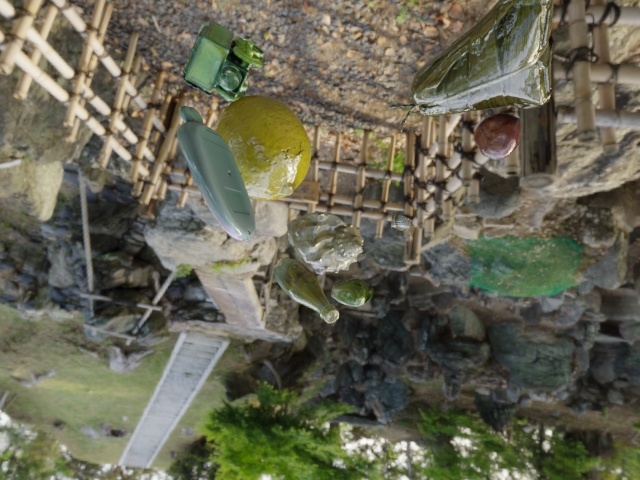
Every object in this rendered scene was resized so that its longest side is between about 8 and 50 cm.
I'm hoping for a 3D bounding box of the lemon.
[{"bbox_3d":[-0.147,-0.234,1.168,0.267,0.267,0.267,8,163,3],"label":"lemon"}]

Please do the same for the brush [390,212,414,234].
[{"bbox_3d":[0.421,-0.073,2.232,0.065,0.070,0.327,4,173,26],"label":"brush"}]

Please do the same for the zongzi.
[{"bbox_3d":[0.421,-0.597,1.370,0.499,0.218,0.467,-3,137,22],"label":"zongzi"}]

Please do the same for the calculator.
[{"bbox_3d":[-0.205,-0.137,0.910,0.041,0.299,0.185,-25,173,12],"label":"calculator"}]

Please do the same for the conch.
[{"bbox_3d":[-0.001,0.008,1.653,0.324,0.186,0.263,-10,135,31],"label":"conch"}]

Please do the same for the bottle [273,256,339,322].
[{"bbox_3d":[-0.033,0.122,1.133,0.083,0.083,0.269,22,-172,-36],"label":"bottle"}]

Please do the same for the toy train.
[{"bbox_3d":[-0.267,-0.496,1.274,0.188,0.272,0.159,24,119,-20],"label":"toy train"}]

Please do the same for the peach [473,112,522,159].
[{"bbox_3d":[0.582,-0.335,1.474,0.152,0.152,0.152,8,163,3],"label":"peach"}]

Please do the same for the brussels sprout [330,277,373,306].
[{"bbox_3d":[0.144,0.235,2.107,0.180,0.139,0.100,11,136,-14],"label":"brussels sprout"}]
